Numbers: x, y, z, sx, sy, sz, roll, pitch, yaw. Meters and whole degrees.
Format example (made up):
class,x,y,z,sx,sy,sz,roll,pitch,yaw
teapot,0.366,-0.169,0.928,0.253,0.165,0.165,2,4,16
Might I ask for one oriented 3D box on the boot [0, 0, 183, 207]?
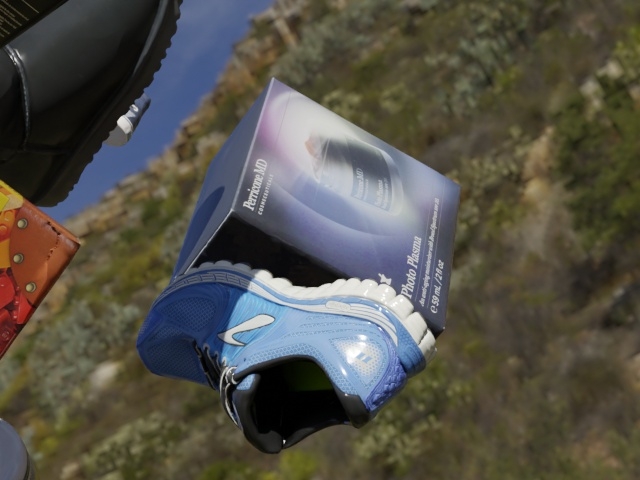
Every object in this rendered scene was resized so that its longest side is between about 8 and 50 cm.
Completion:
class,x,y,z,sx,sy,sz,roll,pitch,yaw
boot,-0.382,-0.201,1.525,0.445,0.146,0.367,7,-61,-49

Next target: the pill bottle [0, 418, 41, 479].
class,x,y,z,sx,sy,sz,roll,pitch,yaw
pill bottle,-0.349,0.283,1.603,0.119,0.119,0.208,-22,-35,-12

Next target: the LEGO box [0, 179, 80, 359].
class,x,y,z,sx,sy,sz,roll,pitch,yaw
LEGO box,-0.485,-0.003,1.048,0.500,0.193,0.372,40,-100,-33

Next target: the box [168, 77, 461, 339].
class,x,y,z,sx,sy,sz,roll,pitch,yaw
box,0.000,0.000,1.863,0.294,0.296,0.183,28,-54,-12

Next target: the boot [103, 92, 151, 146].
class,x,y,z,sx,sy,sz,roll,pitch,yaw
boot,-0.322,-0.206,2.023,0.069,0.190,0.086,-45,13,46

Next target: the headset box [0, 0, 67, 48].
class,x,y,z,sx,sy,sz,roll,pitch,yaw
headset box,-0.244,-0.316,1.193,0.283,0.131,0.246,-33,-31,12

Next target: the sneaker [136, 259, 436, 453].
class,x,y,z,sx,sy,sz,roll,pitch,yaw
sneaker,-0.061,0.109,1.391,0.330,0.130,0.147,-1,39,42
